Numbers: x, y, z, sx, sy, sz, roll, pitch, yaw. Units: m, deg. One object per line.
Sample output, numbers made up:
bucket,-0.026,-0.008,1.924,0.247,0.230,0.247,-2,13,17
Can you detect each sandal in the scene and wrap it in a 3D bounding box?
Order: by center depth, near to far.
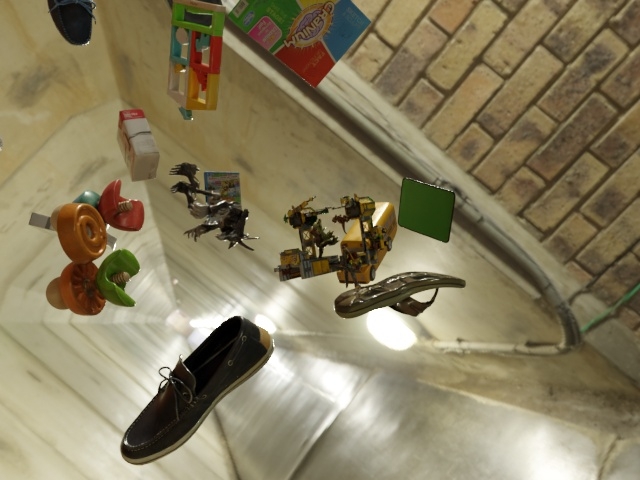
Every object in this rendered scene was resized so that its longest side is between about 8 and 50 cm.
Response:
sandal,0.171,0.127,1.381,0.302,0.086,0.120,-14,10,-18

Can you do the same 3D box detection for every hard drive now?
hard drive,-0.377,-0.709,1.820,0.172,0.054,0.255,-54,-28,-18

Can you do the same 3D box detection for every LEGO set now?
LEGO set,0.000,0.000,1.778,0.331,0.255,0.192,2,8,40

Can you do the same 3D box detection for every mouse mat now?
mouse mat,0.299,-0.088,1.826,0.007,0.189,0.153,-15,-62,-41

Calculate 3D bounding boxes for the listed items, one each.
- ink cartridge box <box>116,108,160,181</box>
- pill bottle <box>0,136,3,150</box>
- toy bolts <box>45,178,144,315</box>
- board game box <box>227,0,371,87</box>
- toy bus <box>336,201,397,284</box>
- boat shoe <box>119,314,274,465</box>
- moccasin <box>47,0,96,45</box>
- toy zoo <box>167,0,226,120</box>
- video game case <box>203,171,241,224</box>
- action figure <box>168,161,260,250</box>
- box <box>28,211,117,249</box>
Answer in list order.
ink cartridge box,-0.419,-0.217,1.463,0.056,0.135,0.099,-12,-29,-29
pill bottle,-0.867,-0.257,1.638,0.078,0.078,0.137,-51,14,-9
toy bolts,-0.420,-0.004,1.101,0.218,0.158,0.229,63,-160,-50
board game box,-0.047,-0.582,1.677,0.242,0.316,0.064,-48,47,14
toy bus,0.152,0.008,2.071,0.333,0.108,0.130,-53,-42,-51
boat shoe,-0.349,0.388,1.716,0.500,0.156,0.187,-41,40,-8
moccasin,-0.730,-0.737,1.850,0.137,0.342,0.117,-22,28,-32
toy zoo,-0.317,-0.446,1.606,0.030,0.192,0.293,-12,-62,-43
video game case,-0.288,-0.120,1.901,0.119,0.166,0.015,-4,1,-40
action figure,-0.285,-0.065,1.634,0.141,0.276,0.164,-31,-22,-37
box,-0.657,-0.023,1.713,0.145,0.186,0.038,95,-172,-80
